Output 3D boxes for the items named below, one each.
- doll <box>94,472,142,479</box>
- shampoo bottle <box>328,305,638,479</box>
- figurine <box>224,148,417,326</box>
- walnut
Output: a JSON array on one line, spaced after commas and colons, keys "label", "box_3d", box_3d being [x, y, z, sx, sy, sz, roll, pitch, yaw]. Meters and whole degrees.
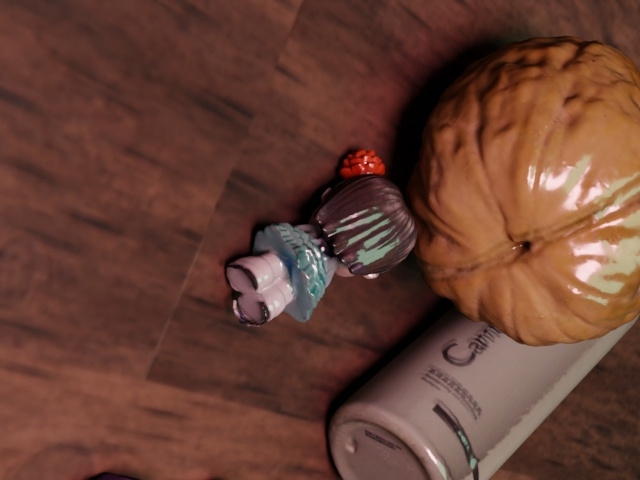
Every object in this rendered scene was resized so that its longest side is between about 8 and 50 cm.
[{"label": "doll", "box_3d": [-0.084, 0.164, 0.624, 0.190, 0.050, 0.115, 21, 84, -54]}, {"label": "shampoo bottle", "box_3d": [0.116, 0.061, 0.809, 0.262, 0.085, 0.085, -38, 136, -37]}, {"label": "figurine", "box_3d": [0.000, 0.000, 0.657, 0.106, 0.047, 0.060, -31, 90, -35]}, {"label": "walnut", "box_3d": [0.122, -0.029, 0.719, 0.184, 0.155, 0.155, -39, 139, -58]}]
